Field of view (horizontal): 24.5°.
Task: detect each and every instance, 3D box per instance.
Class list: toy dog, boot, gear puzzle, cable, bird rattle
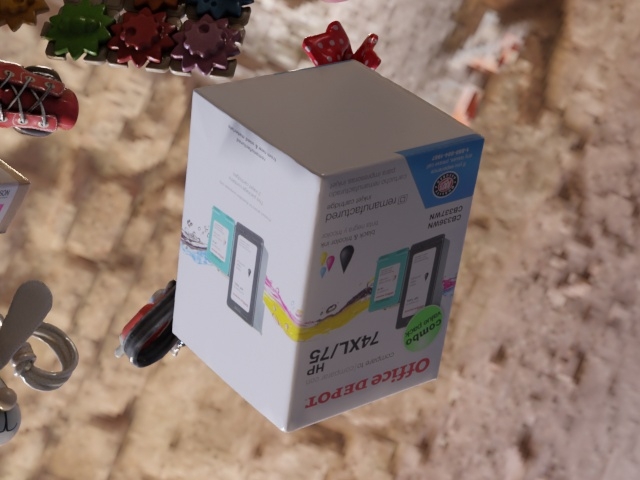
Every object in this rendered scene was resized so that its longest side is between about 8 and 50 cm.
[{"bbox_3d":[-0.399,0.052,1.680,0.161,0.333,0.220,-37,2,44],"label":"toy dog"},{"bbox_3d":[-0.294,-0.128,1.223,0.244,0.176,0.088,-94,17,-84],"label":"boot"},{"bbox_3d":[-0.250,-0.291,1.791,0.044,0.339,0.175,78,-158,-61],"label":"gear puzzle"},{"bbox_3d":[-0.143,0.034,1.586,0.139,0.072,0.287,-26,-27,-49],"label":"cable"},{"bbox_3d":[0.040,-0.166,1.940,0.207,0.143,0.253,-68,-37,-73],"label":"bird rattle"}]

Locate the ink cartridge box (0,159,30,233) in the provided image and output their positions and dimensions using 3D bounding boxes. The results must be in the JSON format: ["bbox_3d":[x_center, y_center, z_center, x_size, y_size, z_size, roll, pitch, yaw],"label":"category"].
[{"bbox_3d":[-0.517,-0.088,1.889,0.088,0.193,0.235,-58,-16,15],"label":"ink cartridge box"}]

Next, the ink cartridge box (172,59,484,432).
[{"bbox_3d":[0.000,0.000,1.395,0.197,0.198,0.270,36,130,41],"label":"ink cartridge box"}]

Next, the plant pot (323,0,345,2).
[{"bbox_3d":[-0.008,-0.399,1.869,0.201,0.180,0.201,-11,65,25],"label":"plant pot"}]
